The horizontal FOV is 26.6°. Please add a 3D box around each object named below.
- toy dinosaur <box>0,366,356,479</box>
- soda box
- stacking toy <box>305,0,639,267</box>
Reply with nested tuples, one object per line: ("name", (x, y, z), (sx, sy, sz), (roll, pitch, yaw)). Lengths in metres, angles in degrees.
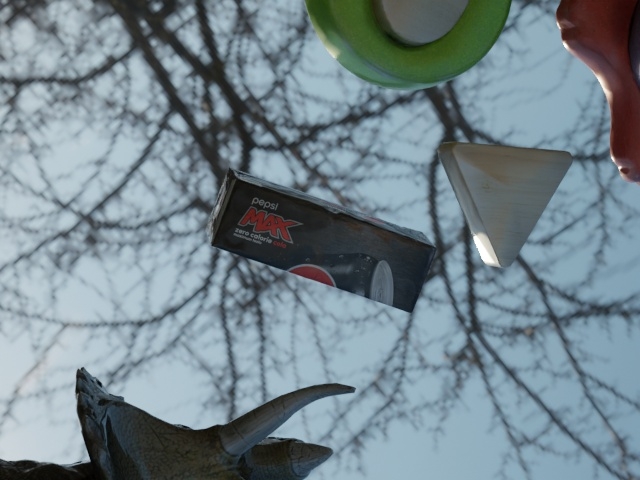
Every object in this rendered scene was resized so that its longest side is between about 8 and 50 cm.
("toy dinosaur", (-0.134, 0.147, 0.443), (0.313, 0.121, 0.160), (-48, -169, -33))
("soda box", (0.000, 0.000, 1.046), (0.053, 0.169, 0.060), (-126, -124, -75))
("stacking toy", (0.161, -0.151, 0.795), (0.279, 0.309, 0.130), (-39, -165, -15))
